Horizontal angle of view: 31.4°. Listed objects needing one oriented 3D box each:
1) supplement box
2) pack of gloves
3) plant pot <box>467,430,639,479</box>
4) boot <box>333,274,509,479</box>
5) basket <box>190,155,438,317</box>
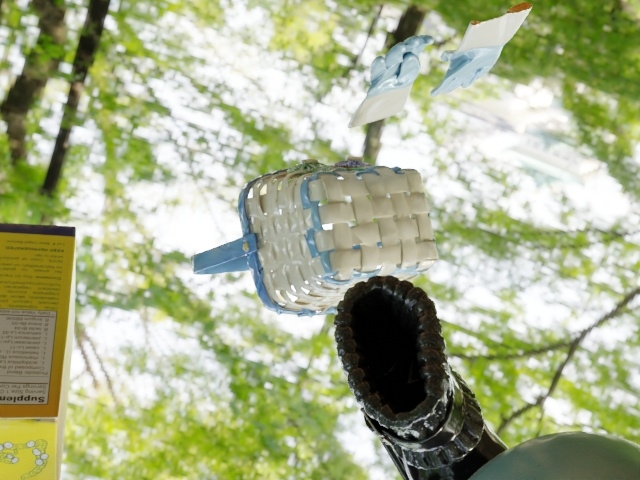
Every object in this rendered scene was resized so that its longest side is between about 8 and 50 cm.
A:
[{"bbox_3d":[-0.432,0.161,1.507,0.194,0.195,0.357,3,-139,-10],"label":"supplement box"},{"bbox_3d":[0.135,-0.228,1.414,0.195,0.046,0.232,-18,167,-13],"label":"pack of gloves"},{"bbox_3d":[0.252,0.330,0.976,0.290,0.290,0.195,16,-178,-11],"label":"plant pot"},{"bbox_3d":[0.140,0.218,1.201,0.348,0.131,0.260,48,167,27],"label":"boot"},{"bbox_3d":[0.000,0.000,1.504,0.254,0.201,0.289,-5,167,-38],"label":"basket"}]
